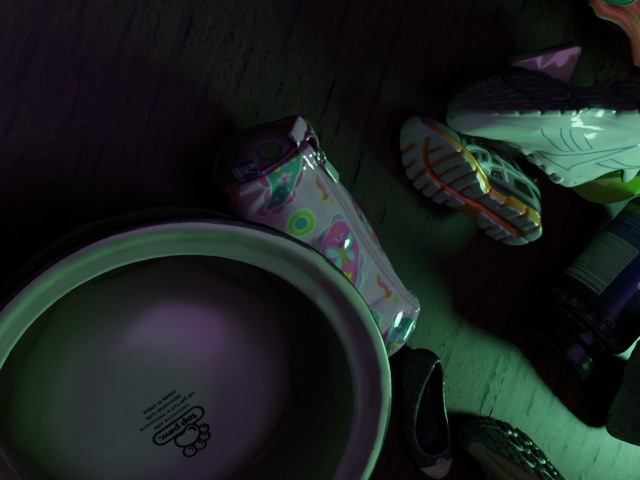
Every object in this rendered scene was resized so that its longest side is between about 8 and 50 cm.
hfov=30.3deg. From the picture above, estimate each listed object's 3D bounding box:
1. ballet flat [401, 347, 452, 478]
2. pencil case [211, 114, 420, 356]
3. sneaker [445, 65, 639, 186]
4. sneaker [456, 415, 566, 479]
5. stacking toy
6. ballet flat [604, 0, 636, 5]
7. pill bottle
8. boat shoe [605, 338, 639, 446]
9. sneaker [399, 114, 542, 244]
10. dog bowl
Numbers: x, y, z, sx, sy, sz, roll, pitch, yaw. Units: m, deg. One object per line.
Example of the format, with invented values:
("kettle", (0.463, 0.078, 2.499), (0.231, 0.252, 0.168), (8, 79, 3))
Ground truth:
("ballet flat", (0.129, 0.210, 1.407), (0.057, 0.049, 0.173), (-21, 111, -25))
("pencil case", (0.000, 0.000, 1.238), (0.124, 0.124, 0.284), (-42, 120, -17))
("sneaker", (0.274, -0.119, 1.346), (0.297, 0.111, 0.129), (3, 124, -22))
("sneaker", (0.269, 0.395, 1.492), (0.182, 0.158, 0.410), (-39, 114, 1))
("stacking toy", (0.382, -0.214, 1.464), (0.279, 0.130, 0.309), (-32, 116, 8))
("ballet flat", (0.248, -0.364, 1.292), (0.280, 0.095, 0.096), (27, 66, -13))
("pill bottle", (0.365, 0.062, 1.467), (0.219, 0.123, 0.123), (-47, 121, -3))
("boat shoe", (0.442, 0.144, 1.472), (0.132, 0.355, 0.130), (19, 61, 4))
("sneaker", (0.175, -0.081, 1.362), (0.215, 0.084, 0.083), (38, 52, -26))
("dog bowl", (-0.148, 0.145, 1.117), (0.408, 0.150, 0.408), (-7, 112, -18))
